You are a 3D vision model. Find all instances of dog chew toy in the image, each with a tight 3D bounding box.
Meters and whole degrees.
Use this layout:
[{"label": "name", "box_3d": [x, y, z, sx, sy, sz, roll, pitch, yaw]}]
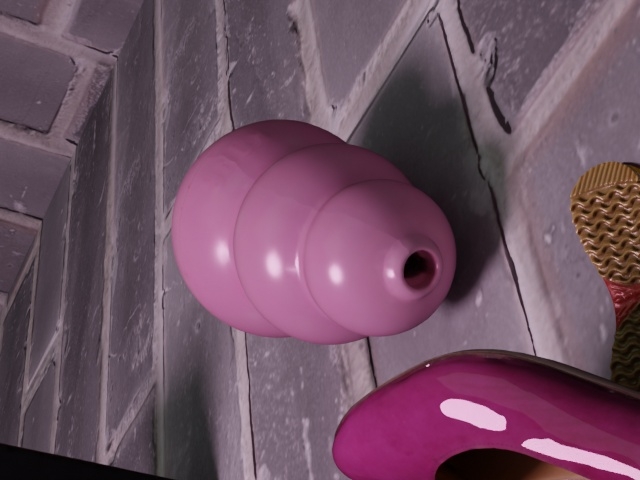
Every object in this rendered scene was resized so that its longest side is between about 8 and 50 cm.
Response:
[{"label": "dog chew toy", "box_3d": [0.000, 0.000, 1.169, 0.332, 0.206, 0.207, 16, 90, 61]}]

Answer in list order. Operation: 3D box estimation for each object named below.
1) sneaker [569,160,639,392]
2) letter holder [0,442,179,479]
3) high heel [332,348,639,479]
[{"label": "sneaker", "box_3d": [0.213, 0.040, 0.801, 0.069, 0.084, 0.186, -17, 80, 37]}, {"label": "letter holder", "box_3d": [-0.303, 0.348, 1.497, 0.214, 0.301, 0.152, -40, 39, 55]}, {"label": "high heel", "box_3d": [0.141, 0.146, 0.703, 0.377, 0.127, 0.181, -23, 59, 46]}]
